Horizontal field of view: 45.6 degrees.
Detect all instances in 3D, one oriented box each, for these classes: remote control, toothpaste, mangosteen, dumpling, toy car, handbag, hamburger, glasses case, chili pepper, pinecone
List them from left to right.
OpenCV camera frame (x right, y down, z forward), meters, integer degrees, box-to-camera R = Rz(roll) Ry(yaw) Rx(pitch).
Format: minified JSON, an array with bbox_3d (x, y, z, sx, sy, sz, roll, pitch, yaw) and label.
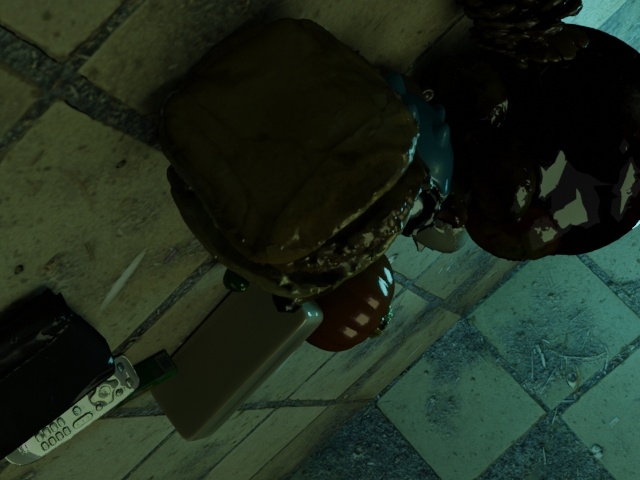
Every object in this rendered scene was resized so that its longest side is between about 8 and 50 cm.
[{"bbox_3d":[-0.398,0.190,0.990,0.247,0.080,0.223,-37,159,-12],"label":"handbag"},{"bbox_3d":[-0.394,0.265,1.196,0.229,0.044,0.073,-36,119,-25],"label":"remote control"},{"bbox_3d":[-0.327,0.247,1.283,0.178,0.043,0.037,-28,159,-31],"label":"toothpaste"},{"bbox_3d":[-0.153,0.198,1.352,0.336,0.144,0.076,-46,160,15],"label":"glasses case"},{"bbox_3d":[-0.092,0.028,1.241,0.182,0.050,0.073,-24,124,-53],"label":"chili pepper"},{"bbox_3d":[-0.030,-0.084,0.800,0.259,0.283,0.145,-30,148,-2],"label":"hamburger"},{"bbox_3d":[0.050,-0.123,0.968,0.255,0.188,0.190,3,115,-7],"label":"toy car"},{"bbox_3d":[0.242,-0.083,1.517,0.293,0.163,0.205,45,60,-68],"label":"dumpling"},{"bbox_3d":[0.268,-0.322,1.013,0.150,0.179,0.195,-55,134,-1],"label":"pinecone"},{"bbox_3d":[0.344,-0.163,1.241,0.421,0.381,0.381,-4,151,-6],"label":"mangosteen"}]

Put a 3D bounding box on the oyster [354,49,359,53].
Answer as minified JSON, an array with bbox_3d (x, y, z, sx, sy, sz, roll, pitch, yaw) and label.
[{"bbox_3d":[0.017,-0.224,0.980,0.083,0.019,0.054,-32,168,-10],"label":"oyster"}]

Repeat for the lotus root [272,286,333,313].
[{"bbox_3d":[0.000,0.000,1.203,0.145,0.128,0.260,35,81,-51],"label":"lotus root"}]

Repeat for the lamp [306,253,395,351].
[{"bbox_3d":[0.041,0.102,1.430,0.223,0.196,0.223,-49,-166,17],"label":"lamp"}]

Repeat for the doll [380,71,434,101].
[{"bbox_3d":[0.073,-0.173,1.100,0.188,0.096,0.145,-11,134,-5],"label":"doll"}]
